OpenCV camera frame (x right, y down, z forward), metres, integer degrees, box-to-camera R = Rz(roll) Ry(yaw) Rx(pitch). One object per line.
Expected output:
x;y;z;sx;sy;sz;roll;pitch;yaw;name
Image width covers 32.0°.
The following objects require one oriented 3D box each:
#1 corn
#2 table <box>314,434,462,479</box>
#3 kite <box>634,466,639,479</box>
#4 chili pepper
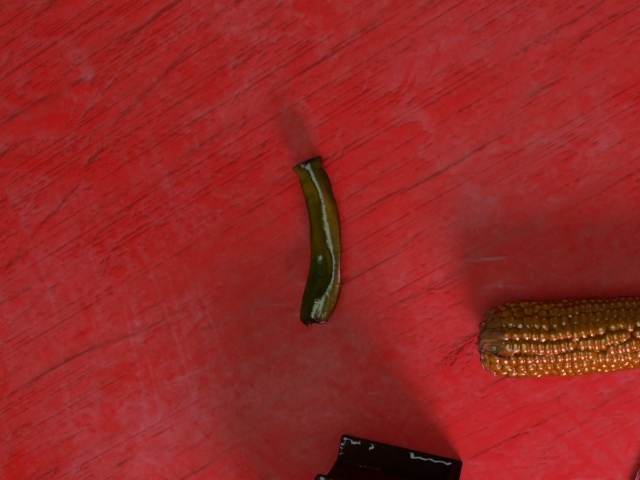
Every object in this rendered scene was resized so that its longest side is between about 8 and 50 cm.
0.306;0.108;1.262;0.260;0.091;0.091;-3;56;12;corn
0.076;0.356;1.302;0.172;0.169;0.193;11;98;10;table
0.416;0.321;1.308;0.190;0.010;0.159;-26;93;15;kite
0.000;0.000;1.334;0.051;0.050;0.202;-2;94;28;chili pepper
